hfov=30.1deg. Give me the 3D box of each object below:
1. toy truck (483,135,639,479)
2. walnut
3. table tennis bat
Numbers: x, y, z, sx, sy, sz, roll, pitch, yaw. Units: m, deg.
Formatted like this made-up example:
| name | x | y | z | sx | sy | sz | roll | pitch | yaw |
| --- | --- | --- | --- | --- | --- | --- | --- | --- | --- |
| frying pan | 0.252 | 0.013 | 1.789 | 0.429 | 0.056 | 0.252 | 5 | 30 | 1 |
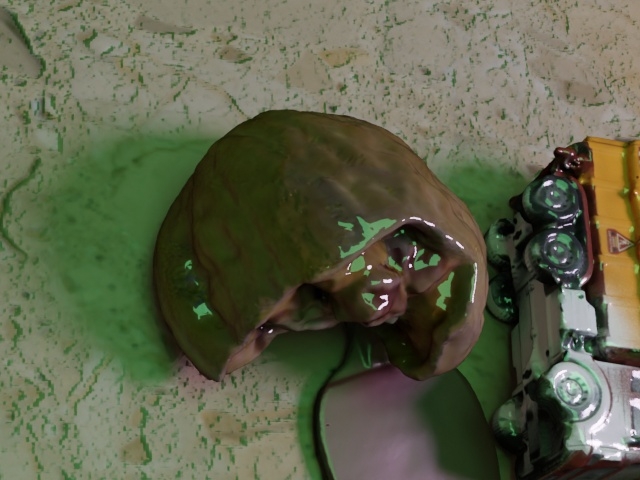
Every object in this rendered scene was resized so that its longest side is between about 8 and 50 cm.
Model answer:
| name | x | y | z | sx | sy | sz | roll | pitch | yaw |
| --- | --- | --- | --- | --- | --- | --- | --- | --- | --- |
| toy truck | 0.205 | 0.055 | 0.916 | 0.135 | 0.114 | 0.270 | 8 | 63 | -13 |
| walnut | 0.003 | -0.010 | 0.829 | 0.238 | 0.141 | 0.204 | 0 | 64 | -8 |
| table tennis bat | 0.052 | 0.116 | 0.881 | 0.138 | 0.022 | 0.246 | -11 | 74 | -26 |
